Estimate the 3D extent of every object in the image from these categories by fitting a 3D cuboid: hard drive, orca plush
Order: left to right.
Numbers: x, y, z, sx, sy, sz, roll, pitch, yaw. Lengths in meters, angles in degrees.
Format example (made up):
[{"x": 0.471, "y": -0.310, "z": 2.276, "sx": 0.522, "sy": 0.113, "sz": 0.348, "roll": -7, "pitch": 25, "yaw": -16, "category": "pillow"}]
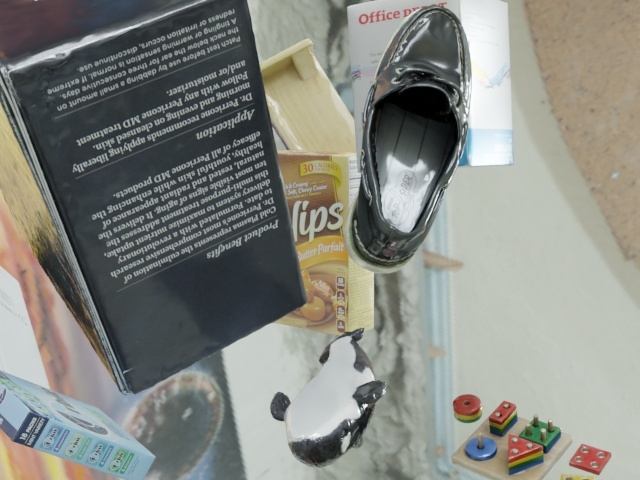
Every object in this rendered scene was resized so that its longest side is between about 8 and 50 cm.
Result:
[{"x": -0.582, "y": 0.196, "z": 1.715, "sx": 0.233, "sy": 0.047, "sz": 0.353, "roll": 74, "pitch": -9, "yaw": -65, "category": "hard drive"}, {"x": 0.018, "y": 0.225, "z": 1.200, "sx": 0.287, "sy": 0.151, "sz": 0.102, "roll": -104, "pitch": 177, "yaw": -74, "category": "orca plush"}]

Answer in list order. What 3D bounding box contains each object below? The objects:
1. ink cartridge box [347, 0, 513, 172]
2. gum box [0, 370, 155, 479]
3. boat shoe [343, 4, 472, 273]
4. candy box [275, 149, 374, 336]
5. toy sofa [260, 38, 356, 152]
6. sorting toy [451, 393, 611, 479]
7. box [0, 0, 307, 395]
[{"x": 0.156, "y": -0.214, "z": 1.269, "sx": 0.171, "sy": 0.168, "sz": 0.233, "roll": 0, "pitch": -85, "yaw": 34, "category": "ink cartridge box"}, {"x": -0.308, "y": 0.215, "z": 1.085, "sx": 0.184, "sy": 0.041, "sz": 0.157, "roll": 34, "pitch": -8, "yaw": -41, "category": "gum box"}, {"x": 0.109, "y": -0.135, "z": 1.042, "sx": 0.127, "sy": 0.340, "sz": 0.113, "roll": 22, "pitch": -17, "yaw": -3, "category": "boat shoe"}, {"x": 0.000, "y": 0.000, "z": 1.634, "sx": 0.183, "sy": 0.087, "sz": 0.316, "roll": 6, "pitch": -78, "yaw": 37, "category": "candy box"}, {"x": 0.002, "y": -0.201, "z": 1.841, "sx": 0.362, "sy": 0.150, "sz": 0.177, "roll": 59, "pitch": -6, "yaw": 12, "category": "toy sofa"}, {"x": 0.289, "y": 0.299, "z": 1.355, "sx": 0.274, "sy": 0.132, "sz": 0.046, "roll": 15, "pitch": -54, "yaw": 40, "category": "sorting toy"}, {"x": -0.285, "y": -0.143, "z": 1.237, "sx": 0.480, "sy": 0.297, "sz": 0.472, "roll": 42, "pitch": -31, "yaw": 46, "category": "box"}]
